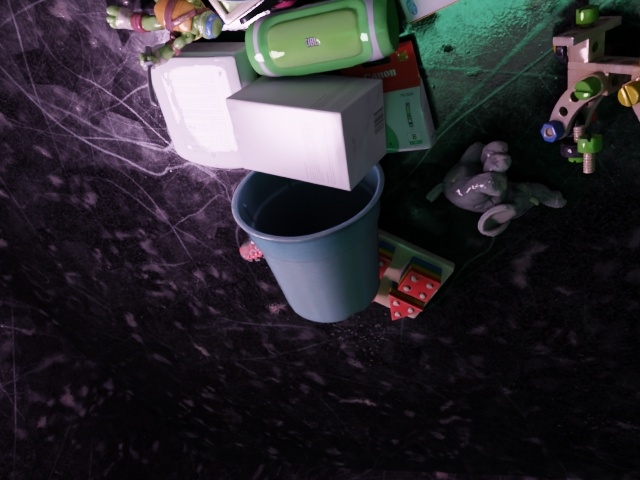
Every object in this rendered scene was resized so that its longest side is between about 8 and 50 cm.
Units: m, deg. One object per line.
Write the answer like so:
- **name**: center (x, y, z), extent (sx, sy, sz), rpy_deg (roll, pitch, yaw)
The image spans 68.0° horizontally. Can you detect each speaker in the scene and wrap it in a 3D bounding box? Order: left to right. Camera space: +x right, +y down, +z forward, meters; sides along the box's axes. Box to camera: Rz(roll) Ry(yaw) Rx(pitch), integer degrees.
- **speaker**: center (0.002, -0.412, 0.958), extent (0.296, 0.131, 0.131), rpy_deg (-1, 129, 23)

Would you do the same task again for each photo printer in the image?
- **photo printer**: center (-0.261, -0.317, 1.158), extent (0.256, 0.107, 0.307), rpy_deg (6, 132, 17)

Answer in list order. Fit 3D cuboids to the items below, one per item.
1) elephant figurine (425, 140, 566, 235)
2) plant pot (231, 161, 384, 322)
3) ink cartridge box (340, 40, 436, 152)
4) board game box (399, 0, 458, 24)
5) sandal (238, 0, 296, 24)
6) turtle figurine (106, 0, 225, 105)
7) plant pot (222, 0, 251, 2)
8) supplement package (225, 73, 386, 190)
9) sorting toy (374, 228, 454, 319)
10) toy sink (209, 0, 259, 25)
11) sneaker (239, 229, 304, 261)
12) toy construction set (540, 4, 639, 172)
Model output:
- **elephant figurine**: center (0.400, -0.095, 1.070), extent (0.239, 0.169, 0.186), rpy_deg (39, 164, -35)
- **plant pot**: center (0.000, 0.000, 1.147), extent (0.341, 0.341, 0.334), rpy_deg (4, 136, 19)
- **ink cartridge box**: center (0.139, -0.299, 1.038), extent (0.181, 0.056, 0.224), rpy_deg (-1, 132, 33)
- **board game box**: center (0.252, -0.544, 0.782), extent (0.316, 0.064, 0.242), rpy_deg (-12, 124, 30)
- **sandal**: center (-0.080, -0.471, 0.937), extent (0.179, 0.067, 0.040), rpy_deg (-38, 115, -2)
- **turtle figurine**: center (-0.356, -0.468, 0.969), extent (0.266, 0.274, 0.198), rpy_deg (29, 154, 23)
- **plant pot**: center (-0.105, -0.530, 0.694), extent (0.290, 0.195, 0.290), rpy_deg (13, 132, 14)
- **supplement package**: center (-0.027, -0.249, 1.034), extent (0.293, 0.175, 0.177), rpy_deg (16, 136, 29)
- **sorting toy**: center (0.207, 0.121, 1.368), extent (0.257, 0.089, 0.255), rpy_deg (24, 134, 0)
- **toy sink**: center (-0.177, -0.563, 0.892), extent (0.153, 0.131, 0.234), rpy_deg (-19, 120, 33)
- **sneaker**: center (-0.155, -0.035, 1.372), extent (0.276, 0.097, 0.135), rpy_deg (-29, 115, 36)
- **toy construction set**: center (0.542, -0.291, 0.809), extent (0.309, 0.257, 0.237), rpy_deg (-13, 113, 6)
